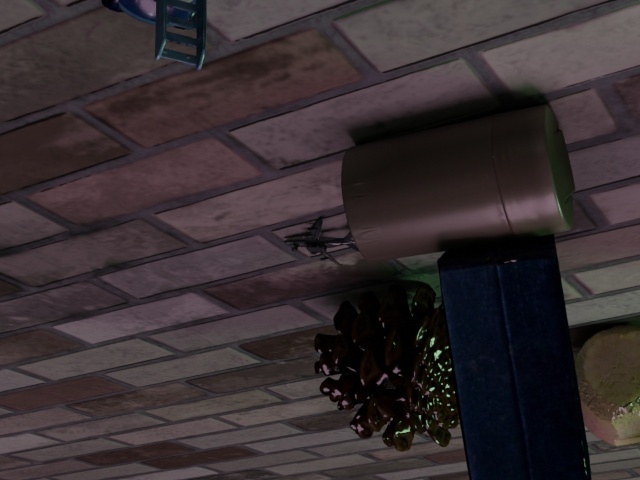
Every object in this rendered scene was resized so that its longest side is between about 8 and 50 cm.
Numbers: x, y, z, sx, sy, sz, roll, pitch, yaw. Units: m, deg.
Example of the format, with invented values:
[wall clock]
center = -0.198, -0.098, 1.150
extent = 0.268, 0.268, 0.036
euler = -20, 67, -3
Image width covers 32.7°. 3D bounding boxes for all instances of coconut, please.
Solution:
[coconut]
center = 0.413, 0.199, 1.488
extent = 0.147, 0.147, 0.152
euler = -6, 152, 8

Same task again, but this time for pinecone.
[pinecone]
center = 0.086, 0.147, 1.293
extent = 0.208, 0.207, 0.208
euler = -2, 156, -1

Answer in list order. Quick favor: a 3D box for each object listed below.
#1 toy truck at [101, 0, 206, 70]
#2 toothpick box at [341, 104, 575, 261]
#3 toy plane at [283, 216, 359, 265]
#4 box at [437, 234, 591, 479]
[toy truck]
center = -0.094, -0.151, 0.655
extent = 0.063, 0.136, 0.074
euler = 8, 155, -27
[toothpick box]
center = 0.120, -0.047, 0.941
extent = 0.181, 0.111, 0.111
euler = -10, 155, 20
[toy plane]
center = 0.001, 0.002, 1.149
extent = 0.084, 0.024, 0.078
euler = -8, 137, 13
[box]
center = 0.189, 0.126, 1.036
extent = 0.116, 0.261, 0.279
euler = -8, -177, 11
